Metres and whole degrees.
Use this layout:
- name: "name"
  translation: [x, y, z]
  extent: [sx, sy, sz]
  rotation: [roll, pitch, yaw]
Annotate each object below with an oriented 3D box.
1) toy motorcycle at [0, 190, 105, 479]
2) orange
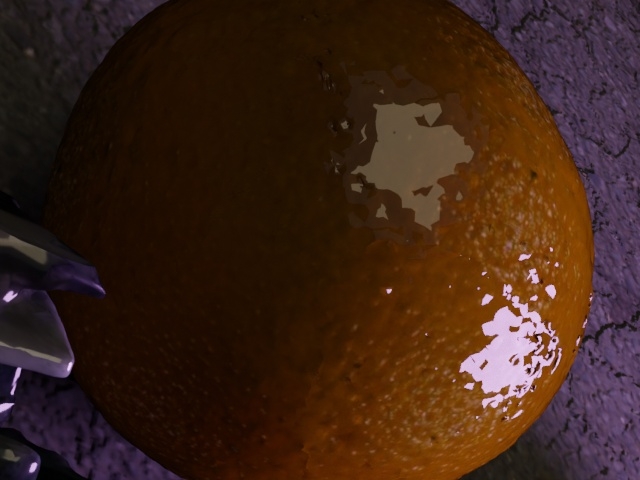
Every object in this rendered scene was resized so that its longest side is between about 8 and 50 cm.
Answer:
- name: "toy motorcycle"
  translation: [-0.188, 0.029, 0.519]
  extent: [0.188, 0.143, 0.327]
  rotation: [12, 20, -36]
- name: "orange"
  translation: [0.000, 0.000, 0.732]
  extent: [0.274, 0.274, 0.274]
  rotation: [26, 46, -31]
